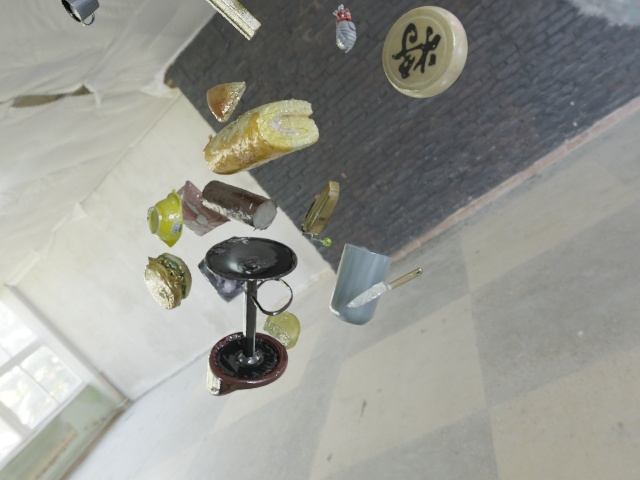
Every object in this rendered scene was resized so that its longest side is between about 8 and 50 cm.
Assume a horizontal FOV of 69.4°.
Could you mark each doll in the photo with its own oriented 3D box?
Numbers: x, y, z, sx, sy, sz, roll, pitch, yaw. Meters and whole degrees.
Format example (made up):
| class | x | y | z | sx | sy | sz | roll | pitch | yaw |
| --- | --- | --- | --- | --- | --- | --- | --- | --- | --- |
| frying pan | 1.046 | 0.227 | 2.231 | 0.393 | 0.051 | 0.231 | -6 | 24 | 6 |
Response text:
| class | x | y | z | sx | sy | sz | roll | pitch | yaw |
| --- | --- | --- | --- | --- | --- | --- | --- | --- | --- |
| doll | 0.083 | -0.735 | 1.607 | 0.079 | 0.180 | 0.094 | -1 | -16 | -39 |

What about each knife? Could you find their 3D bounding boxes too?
| class | x | y | z | sx | sy | sz | roll | pitch | yaw |
| --- | --- | --- | --- | --- | --- | --- | --- | --- | --- |
| knife | 0.220 | 0.164 | 1.610 | 0.297 | 0.047 | 0.017 | -28 | 17 | -2 |

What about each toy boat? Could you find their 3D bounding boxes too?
| class | x | y | z | sx | sy | sz | roll | pitch | yaw |
| --- | --- | --- | --- | --- | --- | --- | --- | --- | --- |
| toy boat | -0.003 | -0.104 | 1.534 | 0.226 | 0.068 | 0.088 | -61 | 32 | 32 |

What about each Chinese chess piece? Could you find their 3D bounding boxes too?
| class | x | y | z | sx | sy | sz | roll | pitch | yaw |
| --- | --- | --- | --- | --- | --- | --- | --- | --- | --- |
| Chinese chess piece | 0.311 | -0.562 | 1.389 | 0.257 | 0.257 | 0.104 | -33 | -13 | 37 |

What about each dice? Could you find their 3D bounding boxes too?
| class | x | y | z | sx | sy | sz | roll | pitch | yaw |
| --- | --- | --- | --- | --- | --- | --- | --- | --- | --- |
| dice | -0.315 | 0.102 | 1.634 | 0.181 | 0.183 | 0.182 | -38 | 2 | -13 |

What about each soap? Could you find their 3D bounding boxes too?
| class | x | y | z | sx | sy | sz | roll | pitch | yaw |
| --- | --- | --- | --- | --- | --- | --- | --- | --- | --- |
| soap | -0.314 | -0.784 | 1.539 | 0.037 | 0.252 | 0.092 | -55 | 19 | -12 |

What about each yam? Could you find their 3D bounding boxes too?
| class | x | y | z | sx | sy | sz | roll | pitch | yaw |
| --- | --- | --- | --- | --- | --- | --- | --- | --- | --- |
| yam | -0.298 | -0.131 | 1.658 | 0.131 | 0.279 | 0.131 | -45 | -33 | -41 |

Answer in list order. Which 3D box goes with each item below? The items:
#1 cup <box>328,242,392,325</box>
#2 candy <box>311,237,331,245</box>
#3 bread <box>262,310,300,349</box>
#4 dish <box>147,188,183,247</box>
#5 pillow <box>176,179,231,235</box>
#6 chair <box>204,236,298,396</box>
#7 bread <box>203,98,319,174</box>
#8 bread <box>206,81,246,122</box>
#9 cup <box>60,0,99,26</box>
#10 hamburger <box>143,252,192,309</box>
| class | x | y | z | sx | sy | sz | roll | pitch | yaw |
| --- | --- | --- | --- | --- | --- | --- | --- | --- | --- |
| cup | 0.159 | 0.183 | 1.931 | 0.205 | 0.205 | 0.312 | -143 | 70 | -80 |
| candy | 0.000 | 0.000 | 2.003 | 0.123 | 0.035 | 0.035 | 12 | -44 | -45 |
| bread | -0.142 | 0.345 | 1.839 | 0.125 | 0.156 | 0.086 | -37 | -23 | -42 |
| dish | -0.541 | -0.075 | 1.589 | 0.080 | 0.208 | 0.148 | -5 | 14 | -45 |
| pillow | -0.502 | -0.116 | 1.842 | 0.223 | 0.236 | 0.084 | -28 | 31 | 39 |
| chair | -0.186 | 0.214 | 1.200 | 0.226 | 0.226 | 0.401 | -58 | -22 | -62 |
| bread | -0.207 | -0.325 | 1.487 | 0.236 | 0.165 | 0.375 | -22 | 9 | -36 |
| bread | -0.332 | -0.477 | 1.536 | 0.154 | 0.136 | 0.054 | -59 | -32 | -10 |
| cup | -0.707 | -0.695 | 1.378 | 0.077 | 0.078 | 0.100 | -50 | -29 | -21 |
| hamburger | -0.573 | 0.156 | 1.745 | 0.122 | 0.189 | 0.215 | -40 | -28 | -45 |
